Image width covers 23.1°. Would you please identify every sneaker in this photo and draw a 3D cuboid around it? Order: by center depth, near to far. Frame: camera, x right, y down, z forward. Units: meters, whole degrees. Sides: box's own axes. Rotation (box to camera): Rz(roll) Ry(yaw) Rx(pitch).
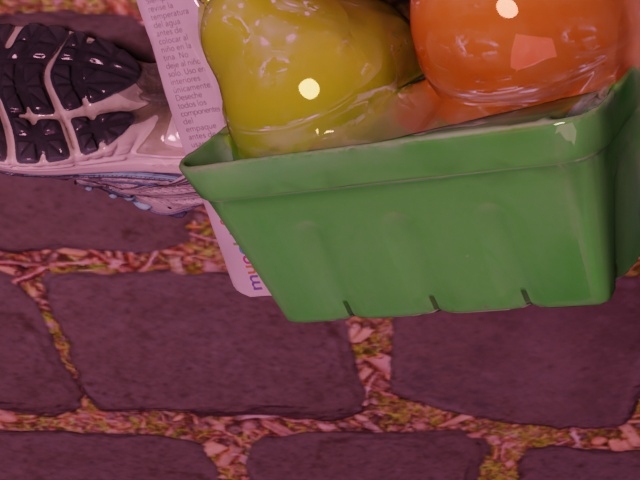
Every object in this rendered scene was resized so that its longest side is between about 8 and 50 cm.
[{"bbox_3d":[-0.127,-0.060,1.014,0.283,0.110,0.122,3,146,-1],"label":"sneaker"}]

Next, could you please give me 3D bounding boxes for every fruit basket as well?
[{"bbox_3d":[0.042,-0.141,0.786,0.327,0.165,0.353,-6,105,32],"label":"fruit basket"}]
